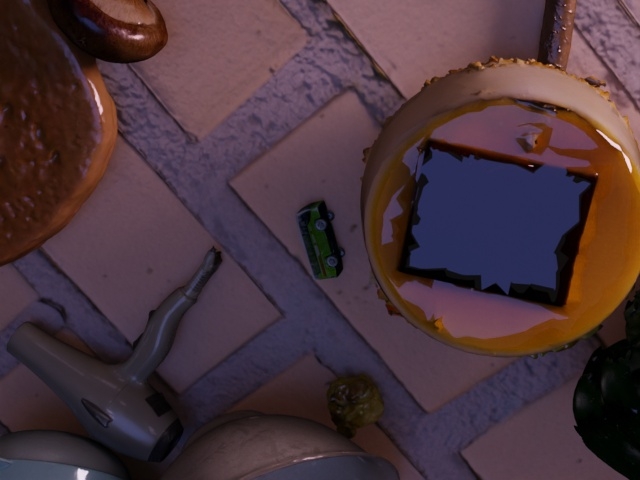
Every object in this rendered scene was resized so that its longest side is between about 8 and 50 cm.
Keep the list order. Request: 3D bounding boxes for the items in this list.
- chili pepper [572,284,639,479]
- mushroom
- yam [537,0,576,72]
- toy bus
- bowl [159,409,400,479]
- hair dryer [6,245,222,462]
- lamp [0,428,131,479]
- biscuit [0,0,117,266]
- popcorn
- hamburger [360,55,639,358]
[{"bbox_3d":[0.382,0.136,0.822,0.257,0.233,0.248,32,89,4],"label":"chili pepper"},{"bbox_3d":[-0.209,-0.228,0.879,0.127,0.127,0.087,38,119,-4],"label":"mushroom"},{"bbox_3d":[0.227,-0.219,0.849,0.032,0.032,0.145,6,111,8],"label":"yam"},{"bbox_3d":[0.000,0.000,0.968,0.037,0.031,0.083,-10,107,23],"label":"toy bus"},{"bbox_3d":[-0.082,0.280,0.999,0.314,0.146,0.313,-19,139,-17],"label":"bowl"},{"bbox_3d":[-0.247,0.105,1.038,0.229,0.092,0.267,16,97,11],"label":"hair dryer"},{"bbox_3d":[-0.298,0.311,1.056,0.284,0.147,0.209,34,146,-11],"label":"lamp"},{"bbox_3d":[-0.414,-0.141,0.973,0.385,0.062,0.365,-22,102,16],"label":"biscuit"},{"bbox_3d":[0.036,0.190,1.013,0.068,0.059,0.083,25,120,1],"label":"popcorn"},{"bbox_3d":[0.170,-0.026,0.851,0.276,0.179,0.294,9,107,5],"label":"hamburger"}]
